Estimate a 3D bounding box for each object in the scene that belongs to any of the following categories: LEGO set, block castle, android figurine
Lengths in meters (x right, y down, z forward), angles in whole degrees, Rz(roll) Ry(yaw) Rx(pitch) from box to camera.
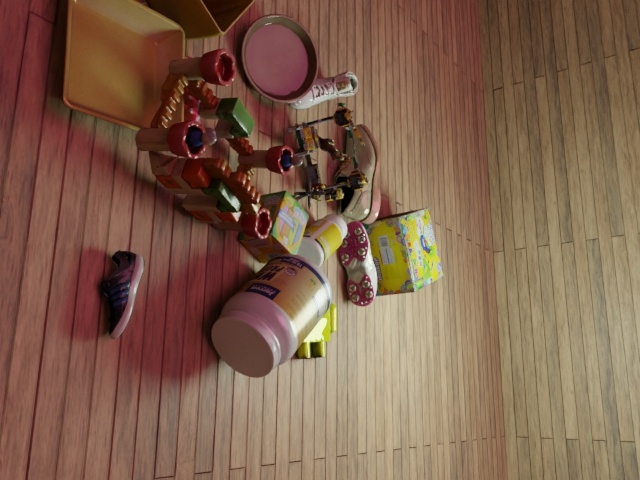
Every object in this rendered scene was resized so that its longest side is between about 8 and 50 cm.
[{"bbox_3d":[0.024,-0.275,1.984,0.192,0.254,0.332,-70,155,-75],"label":"LEGO set"},{"bbox_3d":[-0.230,-0.226,1.554,0.453,0.212,0.303,55,46,-54],"label":"block castle"},{"bbox_3d":[-0.031,0.242,1.961,0.248,0.056,0.273,12,74,-53],"label":"android figurine"}]

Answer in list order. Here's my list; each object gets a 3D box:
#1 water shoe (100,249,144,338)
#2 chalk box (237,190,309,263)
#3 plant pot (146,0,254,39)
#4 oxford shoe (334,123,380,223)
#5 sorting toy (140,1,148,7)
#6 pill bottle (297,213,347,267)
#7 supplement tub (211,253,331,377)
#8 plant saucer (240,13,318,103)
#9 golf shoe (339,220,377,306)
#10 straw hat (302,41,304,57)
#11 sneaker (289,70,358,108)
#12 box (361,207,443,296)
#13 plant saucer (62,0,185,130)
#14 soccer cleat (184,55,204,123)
[{"bbox_3d":[-0.464,0.122,1.386,0.080,0.073,0.203,19,64,-22],"label":"water shoe"},{"bbox_3d":[-0.132,-0.059,1.824,0.132,0.132,0.213,46,46,-39],"label":"chalk box"},{"bbox_3d":[-0.339,-0.659,1.629,0.212,0.187,0.212,55,43,-30],"label":"plant pot"},{"bbox_3d":[0.128,-0.261,2.239,0.146,0.140,0.397,10,63,-32],"label":"oxford shoe"},{"bbox_3d":[-0.465,-0.580,1.583,0.083,0.012,0.062,-53,129,-50],"label":"sorting toy"},{"bbox_3d":[0.000,0.000,2.004,0.208,0.119,0.119,-43,117,-49],"label":"pill bottle"},{"bbox_3d":[-0.131,0.202,1.677,0.316,0.228,0.228,-46,119,-49],"label":"supplement tub"},{"bbox_3d":[-0.132,-0.576,1.945,0.277,0.041,0.278,-2,93,-31],"label":"plant saucer"},{"bbox_3d":[0.143,0.084,2.216,0.140,0.115,0.306,0,84,-70],"label":"golf shoe"},{"bbox_3d":[-0.122,-0.630,2.032,0.061,0.144,0.145,-140,-149,-77],"label":"straw hat"},{"bbox_3d":[0.018,-0.534,2.119,0.292,0.169,0.108,-33,111,-51],"label":"sneaker"},{"bbox_3d":[0.326,0.041,2.403,0.279,0.177,0.290,-16,95,-55],"label":"box"},{"bbox_3d":[-0.480,-0.419,1.467,0.332,0.081,0.333,14,72,-53],"label":"plant saucer"},{"bbox_3d":[-0.345,-0.377,1.650,0.095,0.083,0.248,11,70,-58],"label":"soccer cleat"}]
